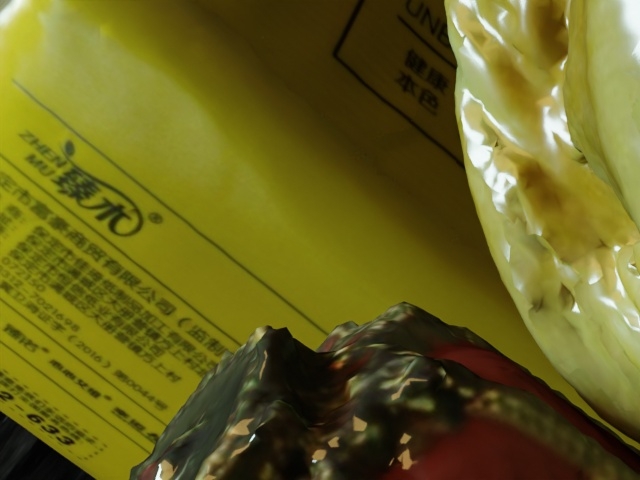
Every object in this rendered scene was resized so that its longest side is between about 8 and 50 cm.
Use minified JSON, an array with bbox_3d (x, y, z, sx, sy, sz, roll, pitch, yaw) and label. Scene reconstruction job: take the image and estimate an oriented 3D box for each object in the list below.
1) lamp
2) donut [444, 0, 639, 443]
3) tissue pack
[{"bbox_3d":[0.065,0.138,0.455,0.177,0.274,0.177,-50,10,12],"label":"lamp"},{"bbox_3d":[0.194,-0.067,0.458,0.360,0.360,0.170,-57,19,-22],"label":"donut"},{"bbox_3d":[0.000,0.000,0.780,0.293,0.382,0.228,-35,23,44],"label":"tissue pack"}]
